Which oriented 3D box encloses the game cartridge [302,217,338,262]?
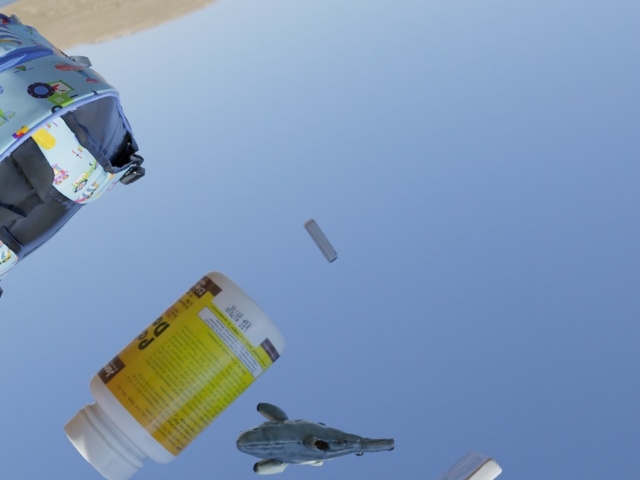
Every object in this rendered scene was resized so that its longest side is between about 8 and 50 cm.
[{"bbox_3d":[0.000,0.000,0.899,0.017,0.056,0.083,-31,175,-1],"label":"game cartridge"}]

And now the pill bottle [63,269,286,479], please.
[{"bbox_3d":[-0.146,0.139,0.779,0.215,0.117,0.117,-43,-152,-13],"label":"pill bottle"}]

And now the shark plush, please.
[{"bbox_3d":[-0.007,0.216,0.797,0.067,0.161,0.073,118,-13,-74],"label":"shark plush"}]

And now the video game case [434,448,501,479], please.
[{"bbox_3d":[0.205,0.513,1.488,0.300,0.036,0.329,-39,166,-4],"label":"video game case"}]

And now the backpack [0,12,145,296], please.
[{"bbox_3d":[-0.180,-0.045,0.403,0.158,0.117,0.173,-43,-175,-11],"label":"backpack"}]
